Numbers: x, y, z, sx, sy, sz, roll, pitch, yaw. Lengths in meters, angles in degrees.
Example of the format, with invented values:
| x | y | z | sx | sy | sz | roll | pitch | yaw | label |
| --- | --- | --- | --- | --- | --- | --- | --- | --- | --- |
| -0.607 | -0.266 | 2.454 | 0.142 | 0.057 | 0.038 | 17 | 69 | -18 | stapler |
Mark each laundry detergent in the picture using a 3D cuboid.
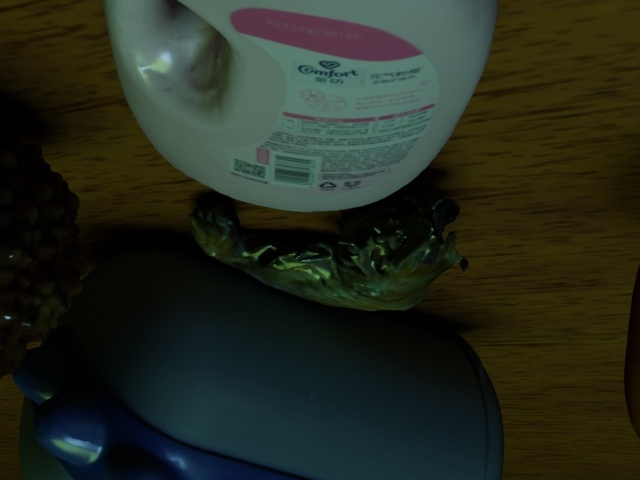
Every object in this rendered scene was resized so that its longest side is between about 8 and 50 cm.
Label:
| x | y | z | sx | sy | sz | roll | pitch | yaw | label |
| --- | --- | --- | --- | --- | --- | --- | --- | --- | --- |
| -0.008 | -0.103 | 0.585 | 0.159 | 0.088 | 0.335 | 10 | 162 | 0 | laundry detergent |

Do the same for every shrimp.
| x | y | z | sx | sy | sz | roll | pitch | yaw | label |
| --- | --- | --- | --- | --- | --- | --- | --- | --- | --- |
| 0.000 | 0.000 | 0.977 | 0.169 | 0.058 | 0.296 | 13 | 167 | -5 | shrimp |

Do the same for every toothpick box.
| x | y | z | sx | sy | sz | roll | pitch | yaw | label |
| --- | --- | --- | --- | --- | --- | --- | --- | --- | --- |
| -0.061 | 0.144 | 1.139 | 0.355 | 0.263 | 0.263 | 21 | 160 | -29 | toothpick box |

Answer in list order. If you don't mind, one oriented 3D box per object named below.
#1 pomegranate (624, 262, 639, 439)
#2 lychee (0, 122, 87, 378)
| x | y | z | sx | sy | sz | roll | pitch | yaw | label |
| --- | --- | --- | --- | --- | --- | --- | --- | --- | --- |
| 0.255 | 0.058 | 0.791 | 0.209 | 0.209 | 0.209 | 8 | 163 | 3 | pomegranate |
| -0.257 | 0.011 | 0.852 | 0.271 | 0.271 | 0.271 | 8 | 163 | 3 | lychee |
